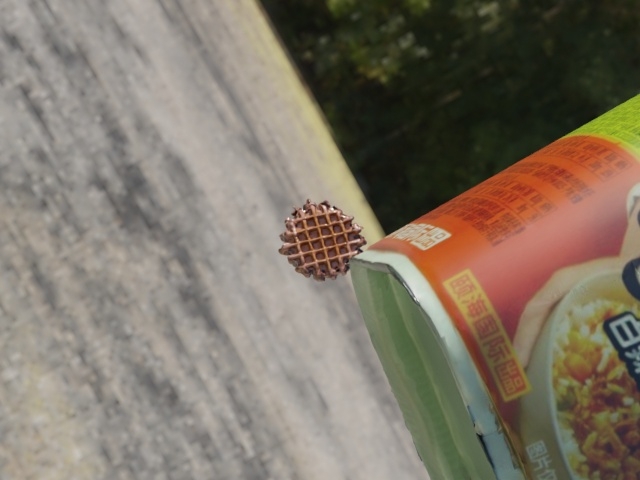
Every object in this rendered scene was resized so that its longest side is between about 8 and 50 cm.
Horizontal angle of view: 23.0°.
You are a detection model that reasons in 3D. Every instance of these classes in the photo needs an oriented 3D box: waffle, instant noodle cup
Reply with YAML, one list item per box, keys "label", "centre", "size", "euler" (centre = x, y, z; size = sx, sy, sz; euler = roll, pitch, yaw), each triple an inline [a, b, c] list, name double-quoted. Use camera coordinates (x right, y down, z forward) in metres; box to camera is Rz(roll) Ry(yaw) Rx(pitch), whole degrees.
- label: "waffle"
  centre: [0.000, 0.000, 1.499]
  size: [0.083, 0.075, 0.029]
  euler: [34, -16, 8]
- label: "instant noodle cup"
  centre: [0.197, 0.038, 0.812]
  size: [0.294, 0.308, 0.294]
  euler: [63, -9, 18]
